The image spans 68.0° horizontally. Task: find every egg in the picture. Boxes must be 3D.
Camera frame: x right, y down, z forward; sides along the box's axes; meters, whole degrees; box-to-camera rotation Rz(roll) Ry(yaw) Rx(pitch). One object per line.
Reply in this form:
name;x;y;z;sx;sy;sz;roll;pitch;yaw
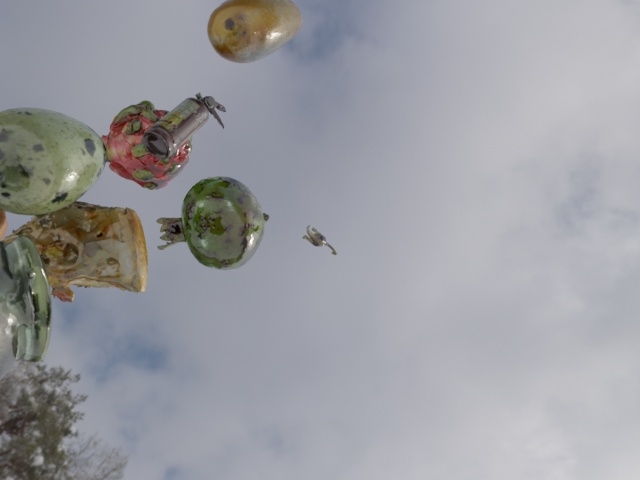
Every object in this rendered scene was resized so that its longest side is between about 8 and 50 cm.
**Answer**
egg;-0.474;-0.138;0.808;0.177;0.228;0.177;13;-62;25

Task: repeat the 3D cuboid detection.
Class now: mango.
mango;-0.152;-0.541;1.211;0.192;0.316;0.146;-15;-79;40

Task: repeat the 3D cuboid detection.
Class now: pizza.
pizza;-0.466;0.017;0.857;0.296;0.071;0.189;1;-98;-9

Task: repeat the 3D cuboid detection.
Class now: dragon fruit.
dragon fruit;-0.505;-0.277;1.391;0.231;0.302;0.237;36;-100;-25

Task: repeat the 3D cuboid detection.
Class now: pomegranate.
pomegranate;-0.243;-0.033;1.057;0.263;0.211;0.211;-11;-70;-1

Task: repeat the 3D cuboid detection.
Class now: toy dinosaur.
toy dinosaur;-0.011;-0.007;1.078;0.058;0.180;0.037;29;-89;29

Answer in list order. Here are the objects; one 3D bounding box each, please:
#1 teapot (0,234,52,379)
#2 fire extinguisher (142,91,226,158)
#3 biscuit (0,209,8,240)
teapot;-0.421;0.096;0.496;0.321;0.239;0.240;-46;-121;42
fire extinguisher;-0.317;-0.282;1.150;0.075;0.252;0.106;12;-44;21
biscuit;-0.920;0.005;1.037;0.349;0.455;0.078;16;-49;-7
